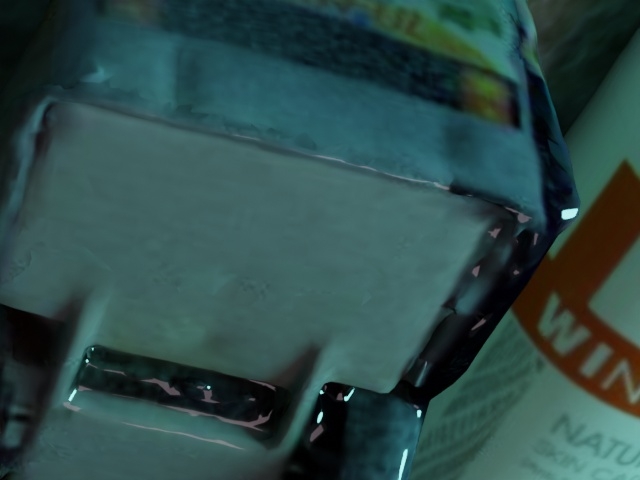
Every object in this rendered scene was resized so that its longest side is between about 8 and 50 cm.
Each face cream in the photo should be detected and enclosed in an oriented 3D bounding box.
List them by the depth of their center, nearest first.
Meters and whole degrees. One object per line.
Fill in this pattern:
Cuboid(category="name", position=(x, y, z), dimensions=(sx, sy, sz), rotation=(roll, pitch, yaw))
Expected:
Cuboid(category="face cream", position=(0.107, 0.011, 0.601), dimensions=(0.102, 0.102, 0.345), rotation=(-9, 144, -36))

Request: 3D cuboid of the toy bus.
Cuboid(category="toy bus", position=(-0.057, 0.049, 0.462), dimensions=(0.112, 0.138, 0.317), rotation=(16, 135, -16))
